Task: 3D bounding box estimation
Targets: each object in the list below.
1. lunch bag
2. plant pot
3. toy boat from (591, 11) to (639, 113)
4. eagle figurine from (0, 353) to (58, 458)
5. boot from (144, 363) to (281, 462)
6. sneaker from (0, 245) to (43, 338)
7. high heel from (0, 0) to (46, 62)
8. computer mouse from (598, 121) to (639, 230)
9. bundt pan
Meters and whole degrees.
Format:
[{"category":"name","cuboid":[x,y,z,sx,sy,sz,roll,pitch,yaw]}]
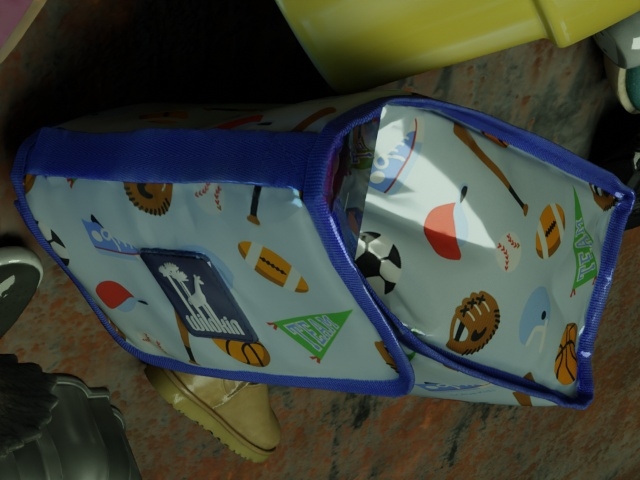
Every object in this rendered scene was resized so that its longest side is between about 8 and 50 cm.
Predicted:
[{"category":"lunch bag","cuboid":[0.000,0.000,1.022,0.385,0.328,0.239,22,76,-49]},{"category":"plant pot","cuboid":[0.081,-0.230,0.957,0.239,0.254,0.254,-28,148,10]},{"category":"toy boat","cuboid":[0.345,-0.222,1.285,0.318,0.148,0.267,-6,135,-40]},{"category":"eagle figurine","cuboid":[-0.365,0.072,0.932,0.298,0.225,0.226,-21,134,-7]},{"category":"boot","cuboid":[-0.021,0.099,1.373,0.269,0.089,0.236,-42,147,2]},{"category":"sneaker","cuboid":[-0.323,0.138,1.076,0.296,0.147,0.104,-39,145,-2]},{"category":"high heel","cuboid":[-0.190,-0.266,0.751,0.181,0.127,0.377,13,117,-43]},{"category":"computer mouse","cuboid":[0.387,-0.097,1.505,0.188,0.072,0.272,-14,159,-17]},{"category":"bundt pan","cuboid":[-0.313,0.288,1.286,0.331,0.124,0.331,-25,145,-19]}]
